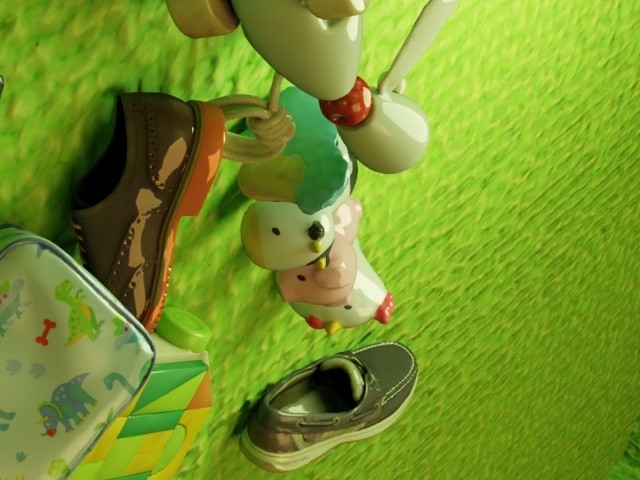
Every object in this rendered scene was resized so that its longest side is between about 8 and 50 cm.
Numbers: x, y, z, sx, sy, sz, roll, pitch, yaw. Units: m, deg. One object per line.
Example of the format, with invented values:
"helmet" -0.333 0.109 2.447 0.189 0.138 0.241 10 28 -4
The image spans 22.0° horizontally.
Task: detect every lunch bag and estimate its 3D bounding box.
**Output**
"lunch bag" -0.250 0.107 1.269 0.176 0.090 0.219 45 76 -25

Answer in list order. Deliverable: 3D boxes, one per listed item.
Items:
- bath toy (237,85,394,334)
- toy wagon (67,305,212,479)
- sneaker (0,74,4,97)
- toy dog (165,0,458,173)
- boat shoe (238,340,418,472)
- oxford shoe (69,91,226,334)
"bath toy" 0.000 0.000 1.626 0.151 0.129 0.348 -48 156 -15
"toy wagon" -0.231 0.191 1.518 0.267 0.068 0.344 -61 156 14
"sneaker" -0.292 -0.064 1.029 0.300 0.121 0.111 -42 153 -73
"toy dog" 0.000 -0.193 1.341 0.333 0.220 0.161 84 15 -67
"boat shoe" 0.024 0.180 1.945 0.285 0.103 0.092 -23 146 -41
"oxford shoe" -0.172 -0.001 1.364 0.098 0.097 0.271 14 108 -28
